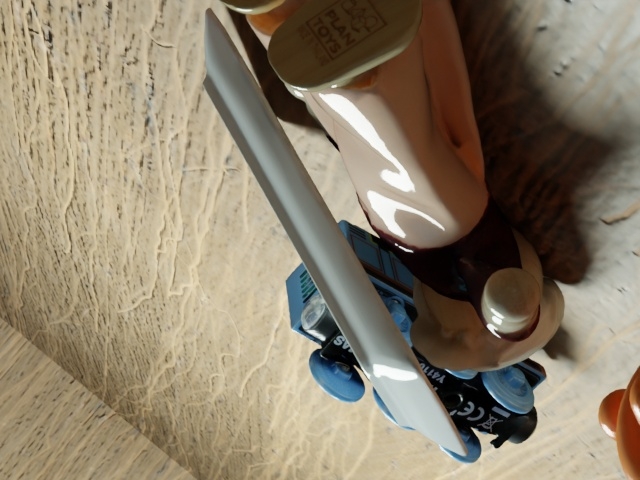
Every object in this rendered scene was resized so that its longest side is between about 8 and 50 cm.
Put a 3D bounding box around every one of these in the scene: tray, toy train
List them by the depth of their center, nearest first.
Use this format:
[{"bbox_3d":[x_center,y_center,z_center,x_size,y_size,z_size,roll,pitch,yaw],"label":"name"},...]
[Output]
[{"bbox_3d":[0.000,0.000,1.141,0.270,0.030,0.145,60,-178,29],"label":"tray"},{"bbox_3d":[0.062,0.067,1.263,0.184,0.080,0.105,29,-149,-25],"label":"toy train"}]

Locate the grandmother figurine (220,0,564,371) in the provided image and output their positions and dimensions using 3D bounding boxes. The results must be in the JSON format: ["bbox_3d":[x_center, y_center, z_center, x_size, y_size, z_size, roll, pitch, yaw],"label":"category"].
[{"bbox_3d":[0.057,-0.027,1.033,0.208,0.104,0.342,63,-176,35],"label":"grandmother figurine"}]

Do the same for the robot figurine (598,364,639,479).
[{"bbox_3d":[0.222,0.116,0.971,0.158,0.128,0.219,-14,138,21],"label":"robot figurine"}]
